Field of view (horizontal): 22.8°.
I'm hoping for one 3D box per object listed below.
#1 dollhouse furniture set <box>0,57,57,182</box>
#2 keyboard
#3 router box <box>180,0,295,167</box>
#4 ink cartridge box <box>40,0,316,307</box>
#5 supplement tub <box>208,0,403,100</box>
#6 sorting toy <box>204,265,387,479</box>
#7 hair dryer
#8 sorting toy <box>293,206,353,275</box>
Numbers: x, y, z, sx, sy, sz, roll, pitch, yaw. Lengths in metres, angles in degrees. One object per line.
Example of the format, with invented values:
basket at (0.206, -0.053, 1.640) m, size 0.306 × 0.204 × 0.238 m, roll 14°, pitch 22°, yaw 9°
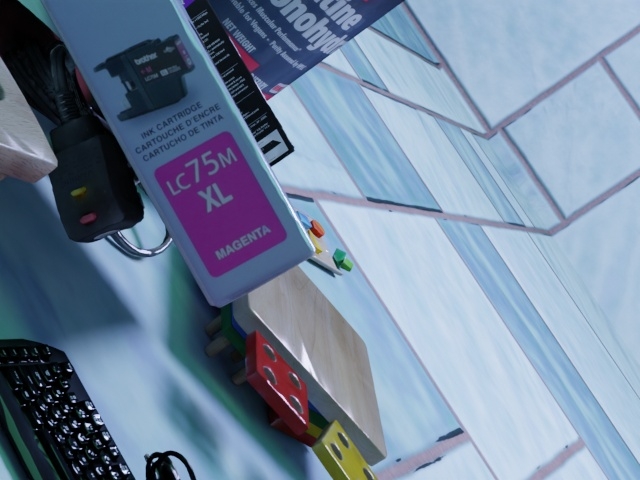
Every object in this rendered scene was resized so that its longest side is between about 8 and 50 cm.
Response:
dollhouse furniture set at (-0.138, 0.029, 0.455) m, size 0.183 × 0.129 × 0.129 m, roll 58°, pitch 13°, yaw 17°
keyboard at (-0.073, 0.118, 0.669) m, size 0.192 × 0.038 × 0.100 m, roll 59°, pitch 14°, yaw 14°
router box at (-0.093, -0.125, 1.037) m, size 0.133 × 0.046 × 0.179 m, roll 60°, pitch -8°, yaw -30°
ink cartridge box at (-0.102, -0.116, 0.776) m, size 0.311 × 0.065 × 0.186 m, roll 59°, pitch -2°, yaw -1°
supplement tub at (-0.018, -0.243, 1.235) m, size 0.191 × 0.272 × 0.191 m, roll 50°, pitch 14°, yaw -18°
sorting toy at (-0.021, 0.068, 0.950) m, size 0.132 × 0.046 × 0.274 m, roll 49°, pitch 14°, yaw -24°
hair dryer at (-0.181, -0.110, 0.838) m, size 0.293 × 0.080 × 0.223 m, roll 60°, pitch -3°, yaw 0°
sorting toy at (0.000, 0.000, 1.269) m, size 0.083 × 0.012 × 0.062 m, roll 31°, pitch 26°, yaw -59°
